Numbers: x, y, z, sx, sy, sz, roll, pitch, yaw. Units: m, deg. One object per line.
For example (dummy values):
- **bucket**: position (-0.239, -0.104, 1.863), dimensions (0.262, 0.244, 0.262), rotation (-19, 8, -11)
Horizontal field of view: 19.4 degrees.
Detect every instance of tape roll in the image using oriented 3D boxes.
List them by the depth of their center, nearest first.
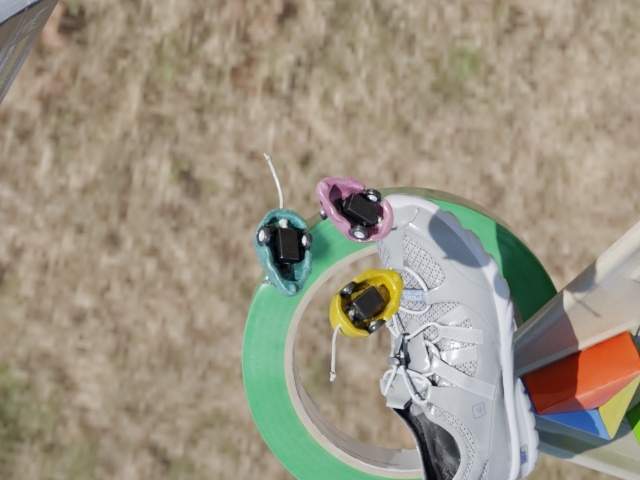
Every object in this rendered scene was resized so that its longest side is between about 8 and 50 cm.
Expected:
- **tape roll**: position (0.083, 0.110, 1.845), dimensions (0.321, 0.077, 0.321), rotation (0, 101, 1)

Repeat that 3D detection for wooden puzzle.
- **wooden puzzle**: position (0.346, 0.098, 1.722), dimensions (0.322, 0.080, 0.348), rotation (21, 121, -37)

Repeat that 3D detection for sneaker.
- **sneaker**: position (0.099, 0.097, 1.562), dimensions (0.105, 0.115, 0.281), rotation (0, 115, 55)

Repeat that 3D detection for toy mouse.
- **toy mouse**: position (0.000, 0.000, 1.296), dimensions (0.143, 0.161, 0.031), rotation (48, 144, -5)

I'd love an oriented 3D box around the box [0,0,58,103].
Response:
- **box**: position (-0.296, -0.120, 1.391), dimensions (0.056, 0.183, 0.231), rotation (49, 148, 1)
